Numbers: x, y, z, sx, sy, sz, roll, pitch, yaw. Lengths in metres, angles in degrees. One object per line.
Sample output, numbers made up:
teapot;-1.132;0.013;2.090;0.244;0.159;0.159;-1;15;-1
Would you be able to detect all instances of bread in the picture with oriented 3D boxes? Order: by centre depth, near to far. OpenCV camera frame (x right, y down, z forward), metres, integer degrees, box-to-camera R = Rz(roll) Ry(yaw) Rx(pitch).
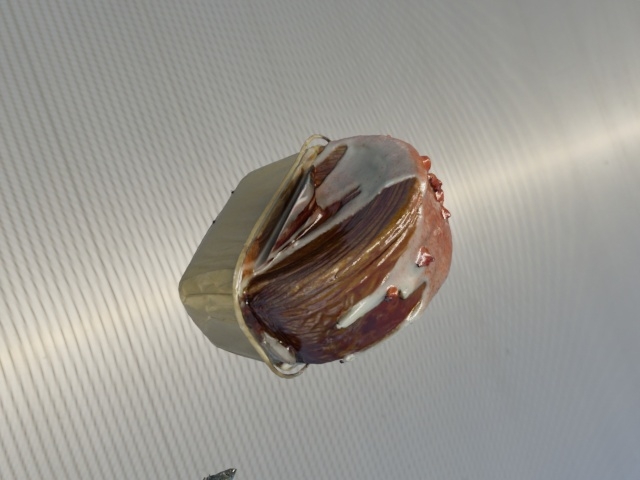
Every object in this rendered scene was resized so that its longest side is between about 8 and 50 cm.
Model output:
bread;0.000;0.000;0.672;0.142;0.212;0.224;57;40;-32

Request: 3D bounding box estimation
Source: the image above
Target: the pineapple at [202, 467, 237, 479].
pineapple;-0.108;0.476;1.126;0.141;0.170;0.310;-18;87;-9
